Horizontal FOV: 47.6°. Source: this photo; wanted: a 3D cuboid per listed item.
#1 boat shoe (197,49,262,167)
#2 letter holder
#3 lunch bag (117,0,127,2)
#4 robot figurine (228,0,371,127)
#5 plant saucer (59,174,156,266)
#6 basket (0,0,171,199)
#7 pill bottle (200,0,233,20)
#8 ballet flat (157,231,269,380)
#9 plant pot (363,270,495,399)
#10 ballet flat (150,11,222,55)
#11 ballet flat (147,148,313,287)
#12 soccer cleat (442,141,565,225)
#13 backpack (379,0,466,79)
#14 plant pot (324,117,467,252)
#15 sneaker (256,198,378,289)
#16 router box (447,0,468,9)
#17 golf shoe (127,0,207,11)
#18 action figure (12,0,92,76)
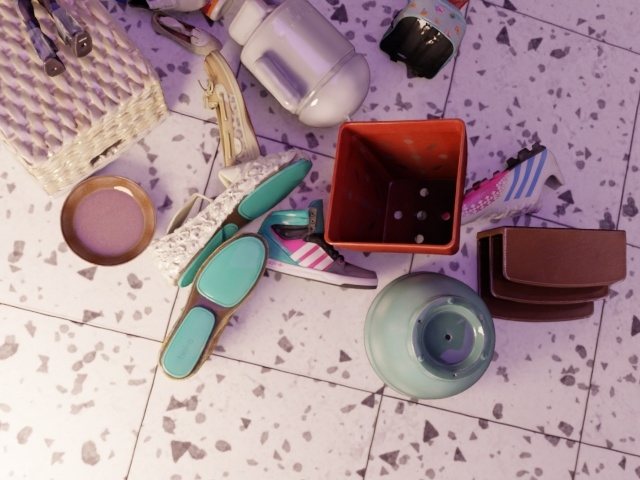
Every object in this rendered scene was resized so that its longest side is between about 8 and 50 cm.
[{"bbox_3d":[-0.208,-0.276,1.593,0.089,0.104,0.285,-20,90,-9],"label":"boat shoe"},{"bbox_3d":[0.531,0.083,1.677,0.302,0.152,0.214,2,85,-11],"label":"letter holder"},{"bbox_3d":[-0.428,-0.665,1.536,0.138,0.221,0.293,-3,83,-12],"label":"lunch bag"},{"bbox_3d":[-0.033,-0.389,1.592,0.353,0.200,0.300,43,48,-4],"label":"robot figurine"},{"bbox_3d":[-0.451,-0.040,1.548,0.199,0.036,0.198,2,82,-12],"label":"plant saucer"},{"bbox_3d":[-0.527,-0.319,1.453,0.328,0.266,0.331,-39,90,-13],"label":"basket"},{"bbox_3d":[-0.272,-0.573,1.626,0.152,0.086,0.086,39,77,-4],"label":"pill bottle"},{"bbox_3d":[-0.227,0.133,1.528,0.123,0.123,0.348,32,85,-6],"label":"ballet flat"},{"bbox_3d":[0.254,0.208,1.570,0.293,0.196,0.293,1,85,-8],"label":"plant pot"},{"bbox_3d":[-0.300,-0.462,1.623,0.168,0.052,0.057,20,80,-9],"label":"ballet flat"},{"bbox_3d":[-0.205,-0.075,1.536,0.409,0.147,0.147,-43,93,-3],"label":"ballet flat"},{"bbox_3d":[0.435,-0.099,1.696,0.331,0.116,0.143,-34,90,-14],"label":"soccer cleat"},{"bbox_3d":[0.247,-0.481,1.668,0.166,0.188,0.144,35,78,-5],"label":"backpack"},{"bbox_3d":[0.187,-0.087,1.550,0.267,0.236,0.267,2,75,22],"label":"plant pot"},{"bbox_3d":[0.000,0.000,1.597,0.296,0.124,0.178,14,90,-8],"label":"sneaker"},{"bbox_3d":[0.283,-0.720,1.648,0.082,0.301,0.335,-15,85,-13],"label":"router box"},{"bbox_3d":[-0.337,-0.521,1.583,0.176,0.069,0.086,8,44,18],"label":"golf shoe"},{"bbox_3d":[-0.517,-0.440,1.287,0.185,0.099,0.285,-34,85,-4],"label":"action figure"}]
